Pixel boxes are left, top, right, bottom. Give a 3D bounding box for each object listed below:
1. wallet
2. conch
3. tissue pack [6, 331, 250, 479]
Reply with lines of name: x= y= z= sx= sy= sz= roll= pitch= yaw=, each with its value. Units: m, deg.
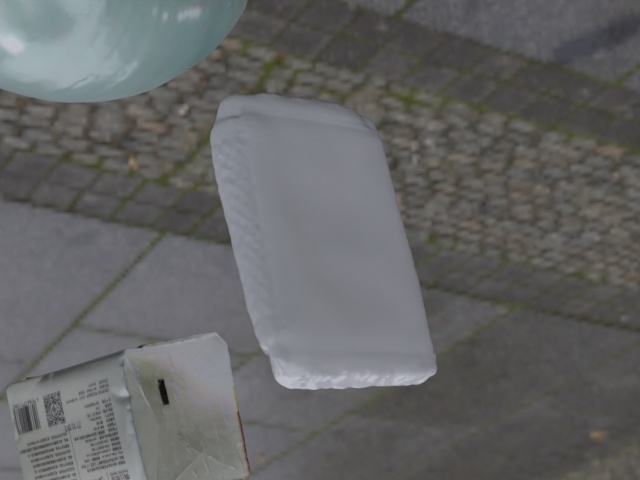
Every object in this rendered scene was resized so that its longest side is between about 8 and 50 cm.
wallet: x=0.000 y=0.000 z=0.860 sx=0.124 sy=0.183 sz=0.032 roll=2 pitch=152 yaw=-36
conch: x=-0.145 y=-0.134 z=0.729 sx=0.221 sy=0.121 sz=0.185 roll=29 pitch=-177 yaw=-30
tissue pack: x=-0.133 y=0.131 z=1.016 sx=0.099 sy=0.106 sz=0.149 roll=-7 pitch=172 yaw=-44
